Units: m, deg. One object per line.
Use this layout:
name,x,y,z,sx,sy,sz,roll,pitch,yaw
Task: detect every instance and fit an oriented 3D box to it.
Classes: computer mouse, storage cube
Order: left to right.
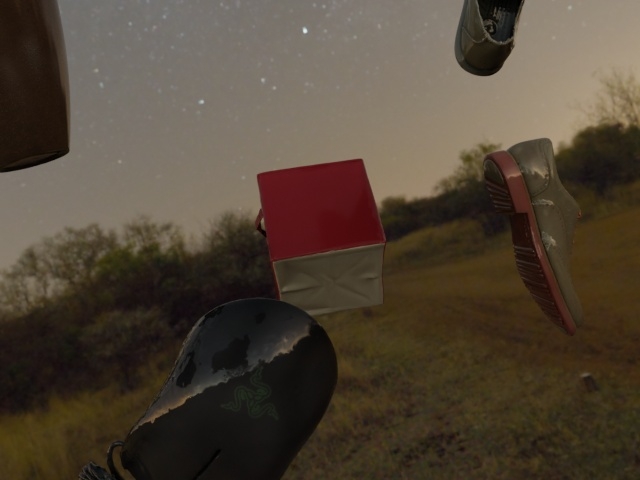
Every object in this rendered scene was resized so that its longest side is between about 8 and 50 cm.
computer mouse,-0.079,0.165,0.539,0.272,0.189,0.072,-61,5,26
storage cube,0.000,0.000,1.210,0.215,0.193,0.183,-9,-38,-4

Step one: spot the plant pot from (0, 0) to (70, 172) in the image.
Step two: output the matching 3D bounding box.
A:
plant pot,-0.446,-0.221,0.993,0.215,0.230,0.215,-17,5,2

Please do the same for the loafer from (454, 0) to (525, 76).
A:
loafer,0.227,-0.333,0.864,0.094,0.251,0.087,6,-2,-9

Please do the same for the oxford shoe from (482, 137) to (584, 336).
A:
oxford shoe,0.395,-0.005,1.185,0.130,0.348,0.123,-24,13,-6
